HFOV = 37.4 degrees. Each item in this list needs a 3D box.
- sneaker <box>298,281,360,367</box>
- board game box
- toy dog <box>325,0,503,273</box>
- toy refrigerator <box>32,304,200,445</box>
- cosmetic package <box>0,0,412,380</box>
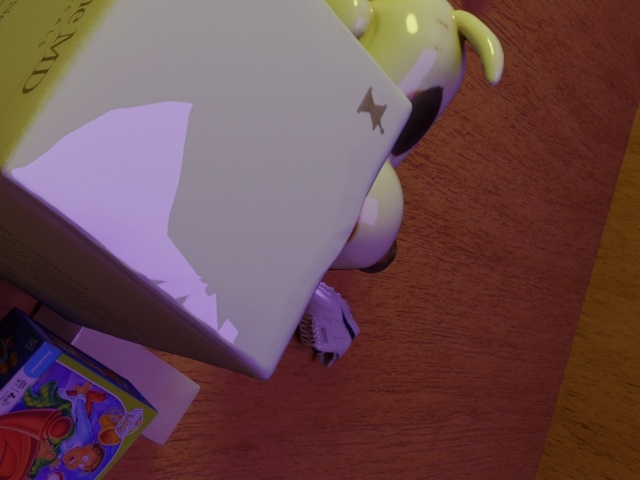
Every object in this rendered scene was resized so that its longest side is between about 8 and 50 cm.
[{"bbox_3d":[-0.002,0.145,1.702,0.095,0.090,0.235,-52,140,-16],"label":"sneaker"},{"bbox_3d":[-0.382,0.272,1.093,0.347,0.078,0.233,-49,143,-7],"label":"board game box"},{"bbox_3d":[0.054,-0.152,1.396,0.284,0.396,0.407,49,55,-66],"label":"toy dog"},{"bbox_3d":[-0.285,0.176,1.279,0.102,0.094,0.269,-58,144,-12],"label":"toy refrigerator"},{"bbox_3d":[-0.194,-0.104,0.955,0.327,0.394,0.329,44,65,-36],"label":"cosmetic package"}]
